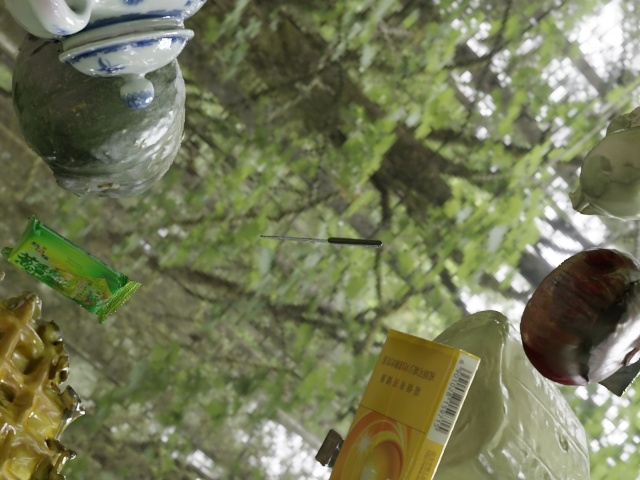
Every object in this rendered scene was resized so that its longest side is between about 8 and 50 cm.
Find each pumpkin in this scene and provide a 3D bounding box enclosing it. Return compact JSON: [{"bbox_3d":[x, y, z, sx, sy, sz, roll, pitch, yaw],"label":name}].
[{"bbox_3d":[-0.330,-0.205,1.701,0.257,0.292,0.328,-24,158,-6],"label":"pumpkin"}]

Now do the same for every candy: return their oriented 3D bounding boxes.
[{"bbox_3d":[-0.347,0.040,1.543,0.102,0.178,0.032,-38,-155,37],"label":"candy"}]

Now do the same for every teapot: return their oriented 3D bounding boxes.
[{"bbox_3d":[-0.241,-0.290,1.298,0.252,0.280,0.424,-11,-177,12],"label":"teapot"}]

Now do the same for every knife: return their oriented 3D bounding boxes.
[{"bbox_3d":[0.000,0.000,1.381,0.170,0.023,0.010,4,-100,26],"label":"knife"}]

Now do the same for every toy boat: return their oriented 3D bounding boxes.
[{"bbox_3d":[0.557,0.230,2.055,0.016,0.063,0.115,-32,153,-55],"label":"toy boat"}]

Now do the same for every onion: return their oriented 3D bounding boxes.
[{"bbox_3d":[0.445,0.129,1.827,0.246,0.246,0.190,-46,-120,1],"label":"onion"}]

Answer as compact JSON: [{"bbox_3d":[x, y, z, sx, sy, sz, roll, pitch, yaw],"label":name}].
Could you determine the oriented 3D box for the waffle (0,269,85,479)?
[{"bbox_3d":[-0.298,0.135,0.925,0.060,0.281,0.262,-28,168,34],"label":"waffle"}]

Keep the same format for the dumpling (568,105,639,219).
[{"bbox_3d":[0.506,-0.131,1.800,0.258,0.147,0.193,-20,-133,57],"label":"dumpling"}]

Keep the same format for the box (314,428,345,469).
[{"bbox_3d":[0.035,0.356,1.851,0.060,0.063,0.084,-59,-173,-7],"label":"box"}]

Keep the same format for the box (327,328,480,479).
[{"bbox_3d":[0.074,0.236,1.232,0.152,0.043,0.269,7,-108,65],"label":"box"}]

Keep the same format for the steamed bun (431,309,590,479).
[{"bbox_3d":[0.296,0.380,2.096,0.290,0.371,0.456,-28,-161,27],"label":"steamed bun"}]
